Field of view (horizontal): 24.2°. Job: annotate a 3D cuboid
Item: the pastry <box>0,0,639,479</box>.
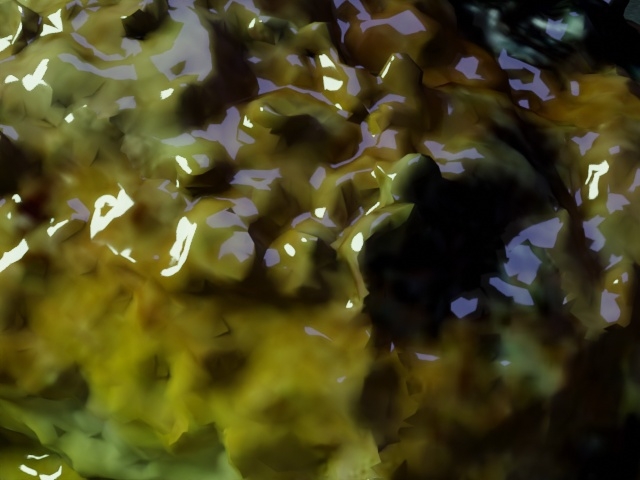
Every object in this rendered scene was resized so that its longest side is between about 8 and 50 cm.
[{"bbox_3d":[0.005,0.008,0.561,0.337,0.292,0.405,32,25,28],"label":"pastry"}]
